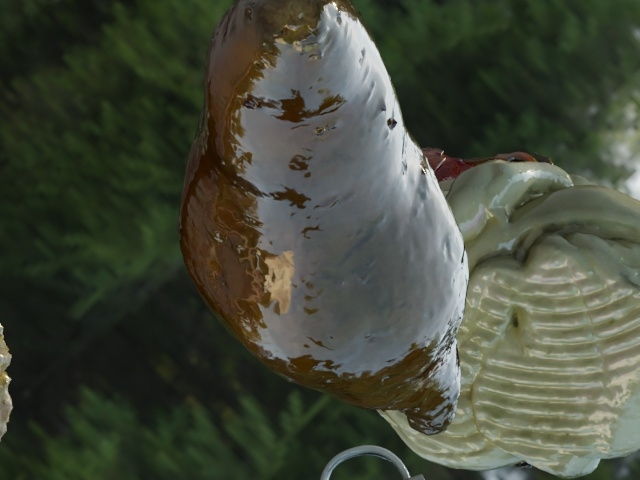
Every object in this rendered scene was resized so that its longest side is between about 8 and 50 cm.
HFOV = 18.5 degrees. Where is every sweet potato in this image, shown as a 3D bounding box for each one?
[{"bbox_3d":[0.000,0.001,0.795,0.112,0.112,0.359,-47,148,-11],"label":"sweet potato"}]

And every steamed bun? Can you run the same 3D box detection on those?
[{"bbox_3d":[0.185,0.063,1.689,0.206,0.320,0.275,-38,141,-60],"label":"steamed bun"}]

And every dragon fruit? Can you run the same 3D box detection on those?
[{"bbox_3d":[0.120,-0.045,1.794,0.190,0.094,0.094,-15,178,-19],"label":"dragon fruit"}]

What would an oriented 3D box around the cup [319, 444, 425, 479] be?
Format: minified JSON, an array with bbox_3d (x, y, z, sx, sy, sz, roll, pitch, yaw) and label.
[{"bbox_3d":[0.054,0.290,2.008,0.133,0.099,0.136,-17,-134,-1],"label":"cup"}]

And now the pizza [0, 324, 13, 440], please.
[{"bbox_3d":[-0.343,0.089,1.314,0.278,0.409,0.114,-23,-160,16],"label":"pizza"}]
